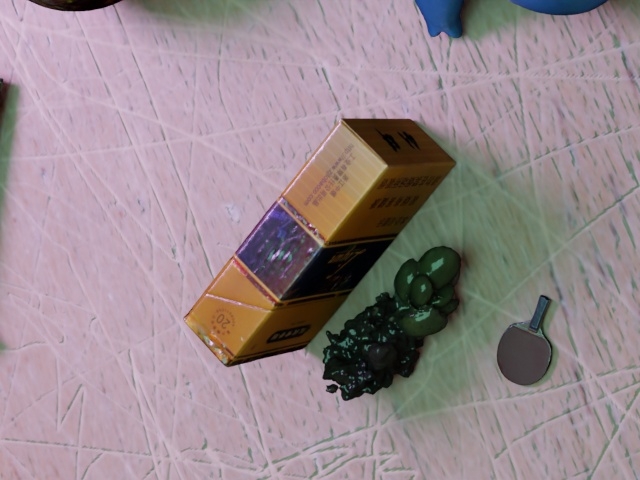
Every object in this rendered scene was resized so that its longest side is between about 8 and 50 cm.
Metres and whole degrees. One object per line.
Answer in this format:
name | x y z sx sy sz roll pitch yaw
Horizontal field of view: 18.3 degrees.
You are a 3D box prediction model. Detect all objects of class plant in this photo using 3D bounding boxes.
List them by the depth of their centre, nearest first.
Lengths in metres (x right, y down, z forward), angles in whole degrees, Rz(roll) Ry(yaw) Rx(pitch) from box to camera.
plant | 0.069 0.073 1.764 0.087 0.085 0.174 38 105 -7

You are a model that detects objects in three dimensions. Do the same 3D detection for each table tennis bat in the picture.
table tennis bat | 0.184 0.088 1.743 0.050 0.007 0.083 26 106 23

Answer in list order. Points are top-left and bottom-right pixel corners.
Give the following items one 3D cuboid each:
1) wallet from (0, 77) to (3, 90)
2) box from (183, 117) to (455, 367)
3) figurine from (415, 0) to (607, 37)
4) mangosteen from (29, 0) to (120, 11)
wallet | -0.417 -0.071 1.981 0.160 0.055 0.236 19 91 23
box | 0.000 0.000 1.746 0.070 0.152 0.237 43 109 17
figurine | 0.091 -0.348 1.666 0.416 0.243 0.298 32 98 -1
mangosteen | -0.206 -0.349 1.802 0.231 0.231 0.289 42 84 17
